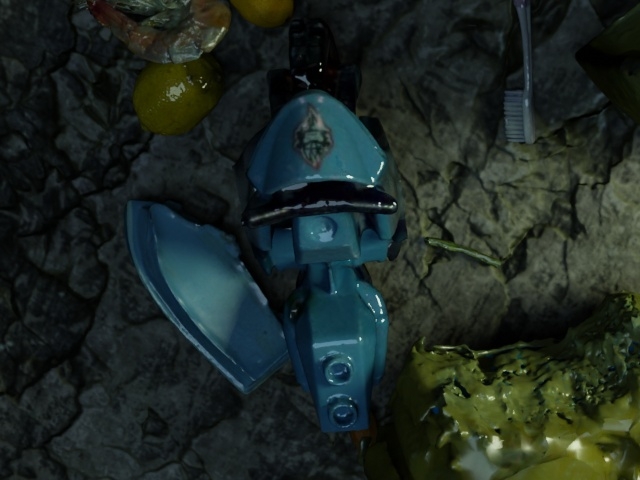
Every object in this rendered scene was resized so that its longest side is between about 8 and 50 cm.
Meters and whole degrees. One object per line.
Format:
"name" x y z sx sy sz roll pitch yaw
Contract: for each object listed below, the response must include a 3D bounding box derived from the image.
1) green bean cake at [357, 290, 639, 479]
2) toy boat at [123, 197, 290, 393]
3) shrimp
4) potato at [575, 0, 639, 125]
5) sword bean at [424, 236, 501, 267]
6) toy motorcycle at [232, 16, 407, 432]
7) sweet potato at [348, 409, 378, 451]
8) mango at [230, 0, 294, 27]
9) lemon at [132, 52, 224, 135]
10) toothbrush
"green bean cake" 0.222 0.183 1.310 0.309 0.202 0.285 8 117 -17
"toy boat" -0.128 0.050 1.427 0.109 0.098 0.238 -39 96 -23
"shrimp" -0.177 -0.228 1.319 0.190 0.042 0.101 16 71 16
"potato" 0.404 -0.157 1.130 0.330 0.280 0.213 -39 99 21
"sword bean" 0.148 0.011 1.395 0.083 0.012 0.012 19 115 4
"toy motorcycle" 0.000 0.000 1.297 0.172 0.232 0.416 -3 113 1
"sweet potato" 0.048 0.211 1.490 0.034 0.034 0.095 -7 122 14
"mango" -0.048 -0.289 1.267 0.098 0.075 0.190 4 128 -17
"lemon" -0.145 -0.148 1.344 0.110 0.082 0.082 -35 103 28
"toothbrush" 0.183 -0.258 1.266 0.029 0.024 0.354 3 114 19
